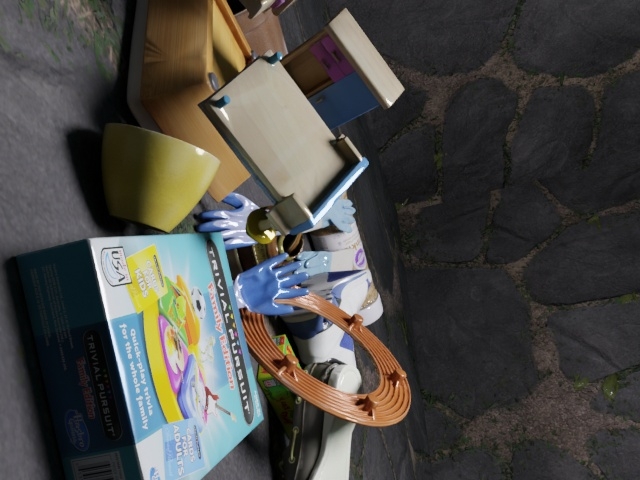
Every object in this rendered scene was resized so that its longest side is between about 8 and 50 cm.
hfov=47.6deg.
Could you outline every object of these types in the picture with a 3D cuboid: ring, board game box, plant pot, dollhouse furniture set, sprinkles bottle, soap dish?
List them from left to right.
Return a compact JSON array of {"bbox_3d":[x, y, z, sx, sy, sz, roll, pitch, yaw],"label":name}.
[{"bbox_3d":[-0.191,-0.063,0.820,0.134,0.134,0.095,37,69,-72],"label":"plant pot"},{"bbox_3d":[-0.169,0.123,0.788,0.336,0.079,0.254,-10,87,-78],"label":"board game box"},{"bbox_3d":[-0.174,-0.236,1.058,0.229,0.118,0.291,60,20,-53],"label":"soap dish"},{"bbox_3d":[-0.134,-0.354,1.255,0.165,0.166,0.167,66,16,-44],"label":"plant pot"},{"bbox_3d":[-0.089,-0.176,0.948,0.286,0.198,0.303,50,52,-17],"label":"dollhouse furniture set"},{"bbox_3d":[-0.054,0.260,1.252,0.092,0.043,0.181,-88,161,-52],"label":"board game box"},{"bbox_3d":[0.008,0.162,1.156,0.336,0.032,0.337,29,19,-11],"label":"ring"},{"bbox_3d":[0.052,0.040,1.793,0.121,0.121,0.356,-77,150,-65],"label":"sprinkles bottle"}]

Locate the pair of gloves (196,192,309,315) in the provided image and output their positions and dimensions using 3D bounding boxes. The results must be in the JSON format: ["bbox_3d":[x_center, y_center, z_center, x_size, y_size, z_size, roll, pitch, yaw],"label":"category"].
[{"bbox_3d":[-0.100,0.020,1.090,0.023,0.159,0.198,-26,-104,57],"label":"pair of gloves"}]

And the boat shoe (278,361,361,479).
[{"bbox_3d":[-0.011,0.347,1.168,0.109,0.091,0.305,32,66,-52],"label":"boat shoe"}]

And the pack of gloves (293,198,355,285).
[{"bbox_3d":[0.000,0.000,1.625,0.232,0.046,0.195,0,99,-55],"label":"pack of gloves"}]

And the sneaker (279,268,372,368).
[{"bbox_3d":[0.016,0.179,1.487,0.315,0.127,0.182,-39,121,-64],"label":"sneaker"}]

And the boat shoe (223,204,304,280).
[{"bbox_3d":[-0.077,0.001,1.278,0.307,0.104,0.111,-64,139,-72],"label":"boat shoe"}]
